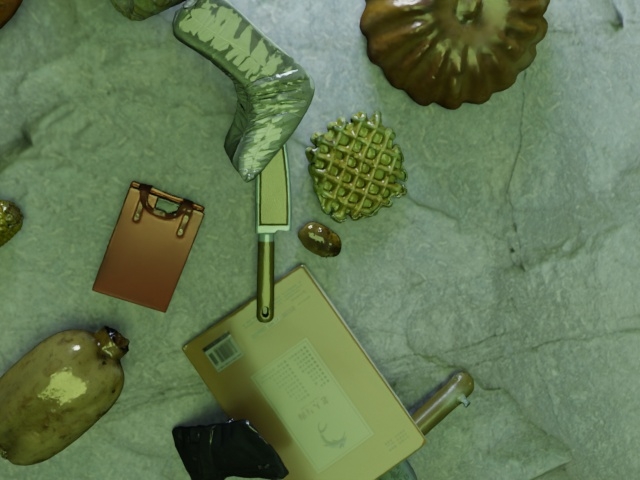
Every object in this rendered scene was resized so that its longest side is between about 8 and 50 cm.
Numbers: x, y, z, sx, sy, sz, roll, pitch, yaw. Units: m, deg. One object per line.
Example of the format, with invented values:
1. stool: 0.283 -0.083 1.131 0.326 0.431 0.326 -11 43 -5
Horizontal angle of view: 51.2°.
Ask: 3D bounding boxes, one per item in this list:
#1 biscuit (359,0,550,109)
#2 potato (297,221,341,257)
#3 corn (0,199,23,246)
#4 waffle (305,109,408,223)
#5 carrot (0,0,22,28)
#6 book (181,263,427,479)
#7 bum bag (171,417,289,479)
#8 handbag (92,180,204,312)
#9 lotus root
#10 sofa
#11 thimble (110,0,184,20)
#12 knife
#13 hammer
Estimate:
1. biscuit: 0.226 -0.373 1.077 0.326 0.107 0.325 -3 109 -10
2. potato: 0.000 0.000 1.157 0.083 0.040 0.051 29 92 -19
3. corn: -0.564 0.014 1.013 0.231 0.080 0.080 -29 109 -3
4. waffle: 0.064 -0.124 1.140 0.169 0.036 0.183 -22 111 -9
5. carrot: -0.447 -0.393 0.902 0.159 0.159 0.225 4 114 -14
6. book: -0.027 0.270 1.169 0.269 0.032 0.389 -34 90 -1
7. bum bag: -0.162 0.362 1.145 0.248 0.060 0.123 -20 98 35
8. handbag: -0.279 0.010 1.090 0.127 0.063 0.190 20 104 -16
9. lotus root: -0.425 0.246 1.077 0.284 0.146 0.160 -42 127 -2
10. sofa: -0.142 -0.230 0.978 0.225 0.210 0.176 37 96 -22
11. thimble: -0.232 -0.407 0.897 0.143 0.137 0.190 -35 133 -22
12. knife: -0.080 -0.029 1.127 0.061 0.027 0.343 0 98 -5
13. hammer: 0.179 0.363 1.276 0.305 0.113 0.202 -37 113 -10
